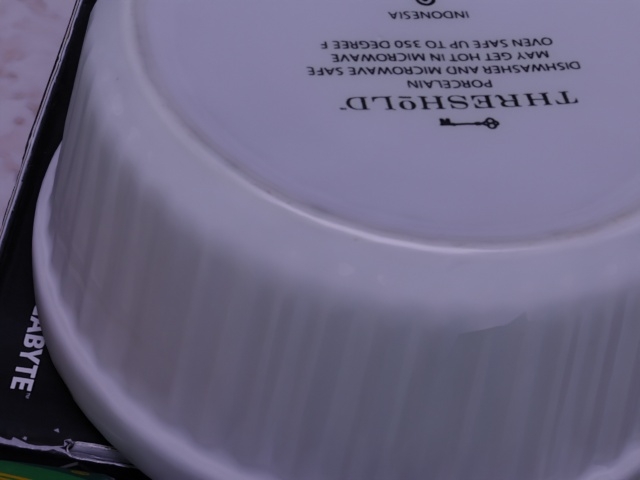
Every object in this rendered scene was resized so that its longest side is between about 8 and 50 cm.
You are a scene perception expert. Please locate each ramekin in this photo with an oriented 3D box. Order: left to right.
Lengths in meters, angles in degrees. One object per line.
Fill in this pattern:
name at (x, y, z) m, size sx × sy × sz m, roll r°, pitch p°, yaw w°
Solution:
ramekin at (0.030, -0.030, 0.621) m, size 0.273 × 0.127 × 0.273 m, roll 5°, pitch 46°, yaw -5°

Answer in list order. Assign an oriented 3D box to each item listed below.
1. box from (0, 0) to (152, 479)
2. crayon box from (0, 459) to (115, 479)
box at (0.000, 0.000, 0.728) m, size 0.257 × 0.079 × 0.322 m, roll 10°, pitch 46°, yaw -3°
crayon box at (-0.232, 0.101, 0.499) m, size 0.318 × 0.202 × 0.081 m, roll 6°, pitch 89°, yaw 1°
